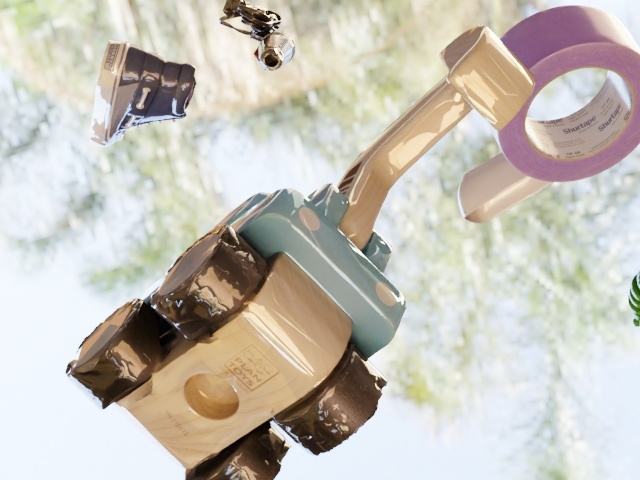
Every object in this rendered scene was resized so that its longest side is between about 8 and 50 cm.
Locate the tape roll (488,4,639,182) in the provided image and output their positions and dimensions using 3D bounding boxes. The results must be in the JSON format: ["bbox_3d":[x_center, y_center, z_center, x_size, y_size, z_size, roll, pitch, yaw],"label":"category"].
[{"bbox_3d":[0.275,-0.162,2.010,0.189,0.189,0.080,-16,-138,-5],"label":"tape roll"}]

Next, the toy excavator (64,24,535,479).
[{"bbox_3d":[0.000,0.000,1.831,0.433,0.222,0.445,-36,-163,34],"label":"toy excavator"}]

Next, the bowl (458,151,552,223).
[{"bbox_3d":[0.241,-0.080,2.326,0.142,0.053,0.142,-30,169,13],"label":"bowl"}]

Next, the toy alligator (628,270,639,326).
[{"bbox_3d":[0.304,0.061,1.646,0.051,0.189,0.056,-3,-117,2],"label":"toy alligator"}]

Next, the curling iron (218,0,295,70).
[{"bbox_3d":[-0.050,-0.167,1.536,0.068,0.035,0.274,24,-168,-11],"label":"curling iron"}]

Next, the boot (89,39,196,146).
[{"bbox_3d":[-0.166,-0.125,1.690,0.086,0.069,0.190,15,165,-5],"label":"boot"}]
